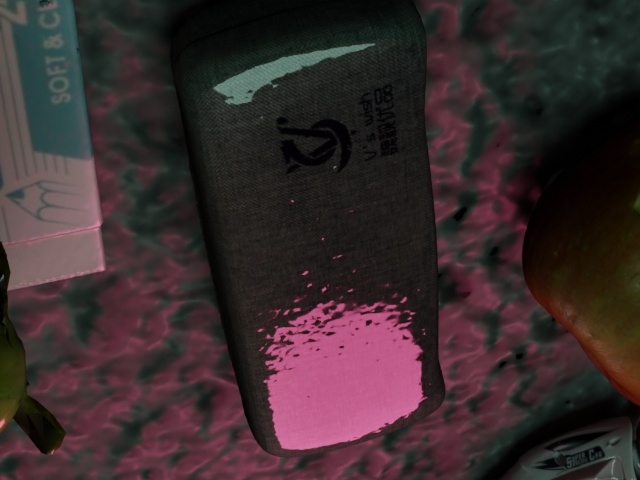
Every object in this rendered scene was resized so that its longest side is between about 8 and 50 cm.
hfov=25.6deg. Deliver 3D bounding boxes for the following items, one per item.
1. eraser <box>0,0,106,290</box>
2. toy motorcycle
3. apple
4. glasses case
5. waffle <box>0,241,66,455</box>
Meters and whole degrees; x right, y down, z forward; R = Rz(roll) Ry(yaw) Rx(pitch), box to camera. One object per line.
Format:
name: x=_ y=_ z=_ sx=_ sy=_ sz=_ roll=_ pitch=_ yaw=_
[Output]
eraser: x=-0.163 y=-0.071 z=0.693 sx=0.095 sy=0.052 sz=0.225 roll=-12 pitch=135 yaw=-13
toy motorcycle: x=0.198 y=0.186 z=1.051 sx=0.254 sy=0.112 sz=0.112 roll=-40 pitch=133 yaw=20
apple: x=0.226 y=0.010 z=0.836 sx=0.199 sy=0.199 sz=0.199 roll=-10 pitch=134 yaw=-11
glasses case: x=0.000 y=0.000 z=0.805 sx=0.131 sy=0.074 sz=0.323 roll=-15 pitch=135 yaw=-8
waffle: x=-0.302 y=0.034 z=0.560 sx=0.382 sy=0.380 sz=0.095 roll=-22 pitch=179 yaw=13
